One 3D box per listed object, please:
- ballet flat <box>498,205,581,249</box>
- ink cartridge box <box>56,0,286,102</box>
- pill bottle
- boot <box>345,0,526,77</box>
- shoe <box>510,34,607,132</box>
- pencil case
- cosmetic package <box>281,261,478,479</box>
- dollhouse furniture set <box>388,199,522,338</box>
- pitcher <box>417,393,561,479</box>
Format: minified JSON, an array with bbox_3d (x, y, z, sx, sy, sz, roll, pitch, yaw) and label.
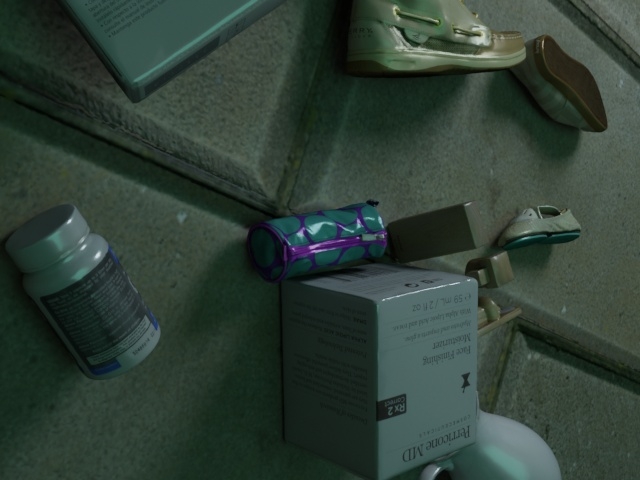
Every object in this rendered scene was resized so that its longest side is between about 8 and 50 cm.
[{"bbox_3d":[0.287,-0.019,1.190,0.168,0.057,0.052,-4,70,-44],"label":"ballet flat"},{"bbox_3d":[-0.111,-0.304,0.728,0.296,0.066,0.261,-37,93,-10],"label":"ink cartridge box"},{"bbox_3d":[-0.199,0.043,0.745,0.078,0.078,0.137,-42,121,-29],"label":"pill bottle"},{"bbox_3d":[0.132,-0.286,0.985,0.262,0.095,0.204,-10,101,-36],"label":"boot"},{"bbox_3d":[0.321,-0.205,1.190,0.219,0.058,0.077,30,56,-43],"label":"shoe"},{"bbox_3d":[0.000,0.000,0.920,0.151,0.070,0.065,-13,104,-39],"label":"pencil case"},{"bbox_3d":[0.061,0.128,0.934,0.151,0.151,0.184,-9,102,-39],"label":"cosmetic package"},{"bbox_3d":[0.170,0.030,1.042,0.123,0.144,0.151,-20,94,-43],"label":"dollhouse furniture set"},{"bbox_3d":[0.200,0.292,1.094,0.207,0.125,0.178,43,58,-29],"label":"pitcher"}]
